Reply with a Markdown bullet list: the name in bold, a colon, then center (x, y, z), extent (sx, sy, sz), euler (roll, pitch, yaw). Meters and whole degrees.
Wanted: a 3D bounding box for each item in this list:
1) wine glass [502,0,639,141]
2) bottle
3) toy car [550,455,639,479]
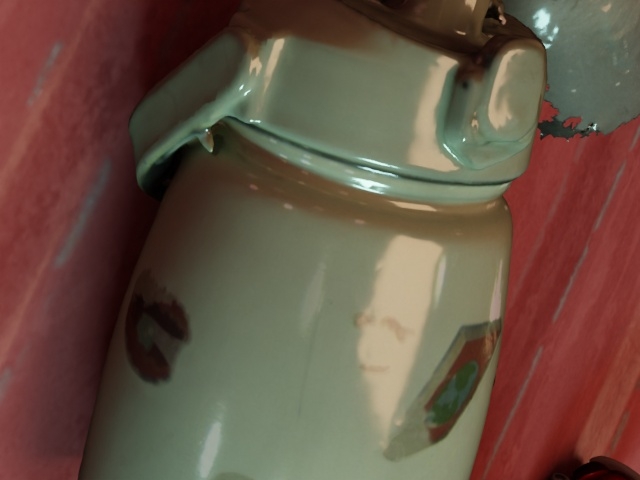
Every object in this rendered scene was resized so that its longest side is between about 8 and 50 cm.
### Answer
- **wine glass**: center (0.131, -0.208, 0.976), extent (0.143, 0.143, 0.321), euler (-47, 135, -26)
- **bottle**: center (0.000, 0.000, 0.845), extent (0.229, 0.229, 0.351), euler (-6, 116, -47)
- **toy car**: center (0.207, 0.253, 1.291), extent (0.112, 0.112, 0.139), euler (-3, 117, -33)
